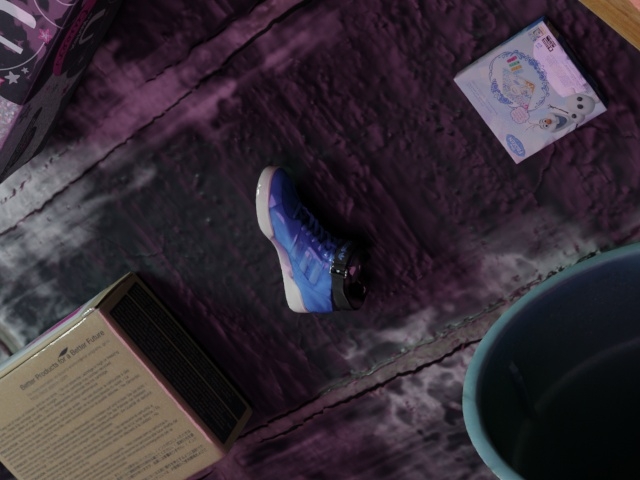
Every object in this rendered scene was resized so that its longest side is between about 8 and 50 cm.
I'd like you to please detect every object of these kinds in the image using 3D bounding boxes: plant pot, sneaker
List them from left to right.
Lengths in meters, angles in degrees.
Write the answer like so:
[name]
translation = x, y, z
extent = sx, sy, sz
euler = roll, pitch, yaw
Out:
[sneaker]
translation = 0.000, 0.000, 1.164
extent = 0.084, 0.058, 0.152
euler = 0, 121, 26
[plant pot]
translation = 0.316, 0.224, 1.037
extent = 0.341, 0.341, 0.334
euler = -5, 123, 22

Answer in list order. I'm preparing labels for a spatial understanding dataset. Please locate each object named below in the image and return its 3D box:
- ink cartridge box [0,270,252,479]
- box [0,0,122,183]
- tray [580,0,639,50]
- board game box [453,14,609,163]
[ink cartridge box]
translation = -0.217, 0.169, 1.316
extent = 0.234, 0.088, 0.193
euler = -33, 101, 31
[box]
translation = -0.266, -0.175, 1.091
extent = 0.142, 0.163, 0.247
euler = 32, 116, -2
[tray]
translation = 0.296, -0.147, 0.898
extent = 0.411, 0.203, 0.076
euler = 39, 121, -4
[board game box]
translation = 0.170, -0.121, 1.065
extent = 0.090, 0.020, 0.090
euler = -32, 104, 29
